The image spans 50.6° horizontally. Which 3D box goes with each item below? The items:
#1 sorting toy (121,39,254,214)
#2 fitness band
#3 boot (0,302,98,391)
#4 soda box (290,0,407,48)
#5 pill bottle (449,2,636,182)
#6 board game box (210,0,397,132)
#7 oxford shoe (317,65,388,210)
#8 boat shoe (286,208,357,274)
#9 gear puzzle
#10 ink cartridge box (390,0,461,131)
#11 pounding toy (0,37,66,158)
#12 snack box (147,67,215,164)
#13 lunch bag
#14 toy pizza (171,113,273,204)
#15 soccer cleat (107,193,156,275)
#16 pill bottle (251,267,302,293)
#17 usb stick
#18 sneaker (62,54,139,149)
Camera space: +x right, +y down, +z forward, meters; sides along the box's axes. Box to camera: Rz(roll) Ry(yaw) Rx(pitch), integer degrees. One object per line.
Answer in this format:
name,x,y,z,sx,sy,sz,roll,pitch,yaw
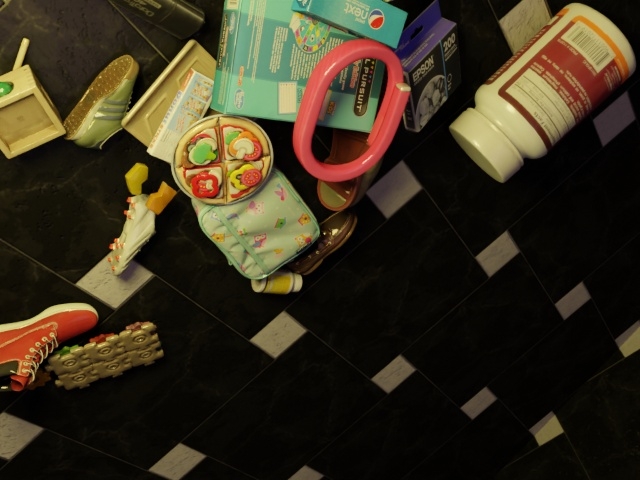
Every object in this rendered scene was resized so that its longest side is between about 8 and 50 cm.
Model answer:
sorting toy,-0.280,-0.211,1.330,0.307,0.041,0.229,-50,137,-1
fitness band,0.058,-0.244,1.313,0.209,0.054,0.291,-2,128,-30
boot,-0.579,0.231,1.423,0.244,0.176,0.088,-18,129,-18
soda box,0.055,-0.423,1.250,0.210,0.067,0.071,11,102,-34
pill bottle,0.508,-0.334,1.581,0.392,0.224,0.224,-43,133,6
board game box,-0.030,-0.356,1.314,0.336,0.079,0.253,2,107,-32
oxford shoe,0.098,-0.236,1.524,0.130,0.123,0.348,-13,131,-62
boat shoe,0.000,0.000,1.646,0.207,0.073,0.073,-48,134,9
gear puzzle,-0.538,0.274,1.563,0.339,0.044,0.175,-18,146,-14
ink cartridge box,0.231,-0.377,1.455,0.206,0.045,0.208,-49,139,-29
pounding toy,-0.522,-0.244,1.168,0.130,0.100,0.141,-27,143,-8
snack box,-0.260,-0.233,1.284,0.064,0.022,0.178,21,103,-47
lunch bag,-0.142,-0.043,1.509,0.224,0.108,0.279,-37,133,-1
toy pizza,-0.188,-0.150,1.319,0.201,0.032,0.201,-10,128,-13
soccer cleat,-0.389,-0.006,1.429,0.076,0.068,0.196,10,115,-38
pill bottle,-0.106,0.099,1.666,0.116,0.065,0.065,7,119,-33
usb stick,-0.312,-0.418,1.136,0.077,0.045,0.278,-26,154,31
sneaker,-0.388,-0.249,1.257,0.192,0.064,0.086,-49,147,4
